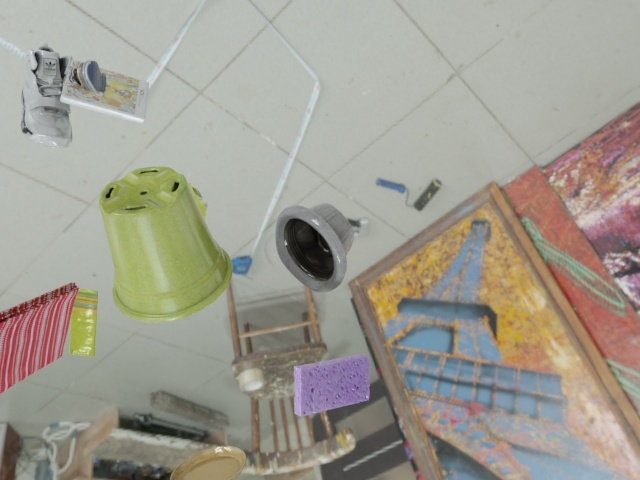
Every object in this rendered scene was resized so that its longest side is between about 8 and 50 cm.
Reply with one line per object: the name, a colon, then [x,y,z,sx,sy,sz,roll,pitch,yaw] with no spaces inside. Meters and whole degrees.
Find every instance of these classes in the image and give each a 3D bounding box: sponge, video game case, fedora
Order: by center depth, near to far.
sponge: [0.031,0.355,1.410,0.210,0.117,0.031,-3,-178,-34]
fedora: [0.000,0.000,1.532,0.124,0.243,0.276,-39,157,-32]
video game case: [-0.623,-0.437,1.667,0.226,0.206,0.026,12,131,-23]

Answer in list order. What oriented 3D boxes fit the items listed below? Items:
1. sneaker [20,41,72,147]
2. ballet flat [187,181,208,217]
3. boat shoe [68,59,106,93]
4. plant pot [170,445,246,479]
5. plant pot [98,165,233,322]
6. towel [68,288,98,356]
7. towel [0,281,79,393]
sneaker: [-0.811,-0.438,1.689,0.137,0.366,0.210,0,128,-34]
ballet flat: [-0.461,-0.139,2.096,0.077,0.231,0.077,-10,140,-39]
boat shoe: [-0.532,-0.364,1.285,0.066,0.066,0.183,3,-177,-12]
plant pot: [-0.343,0.716,1.760,0.236,0.236,0.033,-13,101,-3]
plant pot: [-0.350,-0.010,1.233,0.275,0.276,0.254,-11,128,-5]
towel: [-0.844,0.291,2.023,0.102,0.238,0.021,4,-178,13]
towel: [-0.597,0.208,1.152,0.031,0.275,0.199,22,106,8]
